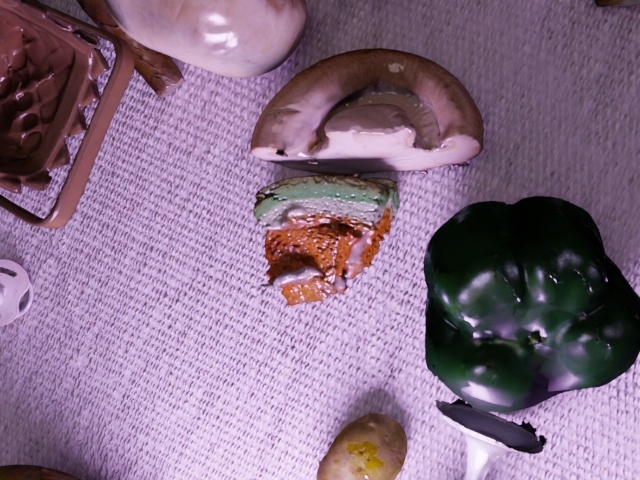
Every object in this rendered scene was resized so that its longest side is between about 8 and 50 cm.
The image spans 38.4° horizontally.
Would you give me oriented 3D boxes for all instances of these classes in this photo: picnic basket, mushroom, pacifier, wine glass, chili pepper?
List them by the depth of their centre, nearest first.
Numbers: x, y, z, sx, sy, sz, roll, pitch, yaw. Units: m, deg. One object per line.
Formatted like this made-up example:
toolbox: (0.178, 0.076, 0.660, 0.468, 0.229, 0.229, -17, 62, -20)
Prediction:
chili pepper: (0.226, 0.069, 1.043, 0.249, 0.256, 0.233, -24, 95, 11)
wine glass: (0.157, 0.358, 1.110, 0.144, 0.143, 0.321, 18, 95, 13)
mushroom: (0.056, -0.167, 1.146, 0.286, 0.156, 0.151, -1, 76, 2)
mushroom: (-0.133, -0.333, 1.146, 0.260, 0.254, 0.234, 16, 104, -28)
picnic basket: (-0.397, -0.183, 1.174, 0.321, 0.291, 0.254, 26, 94, 25)
pacifier: (-0.449, 0.077, 1.291, 0.082, 0.078, 0.099, 21, 93, -8)

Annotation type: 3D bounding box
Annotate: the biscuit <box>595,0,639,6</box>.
biscuit: (0.468, -0.386, 1.083, 0.335, 0.078, 0.329, -45, 75, 6)

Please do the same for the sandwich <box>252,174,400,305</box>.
sandwich: (0.009, -0.002, 1.166, 0.185, 0.109, 0.159, -7, 85, 13)

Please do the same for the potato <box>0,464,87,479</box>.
potato: (-0.348, 0.384, 1.176, 0.300, 0.246, 0.196, -5, 91, 7)

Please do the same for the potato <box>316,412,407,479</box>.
potato: (0.051, 0.284, 1.168, 0.092, 0.070, 0.138, 36, 97, 11)

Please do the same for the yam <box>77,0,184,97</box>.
yam: (-0.275, -0.294, 1.268, 0.057, 0.057, 0.241, -41, 80, 9)
